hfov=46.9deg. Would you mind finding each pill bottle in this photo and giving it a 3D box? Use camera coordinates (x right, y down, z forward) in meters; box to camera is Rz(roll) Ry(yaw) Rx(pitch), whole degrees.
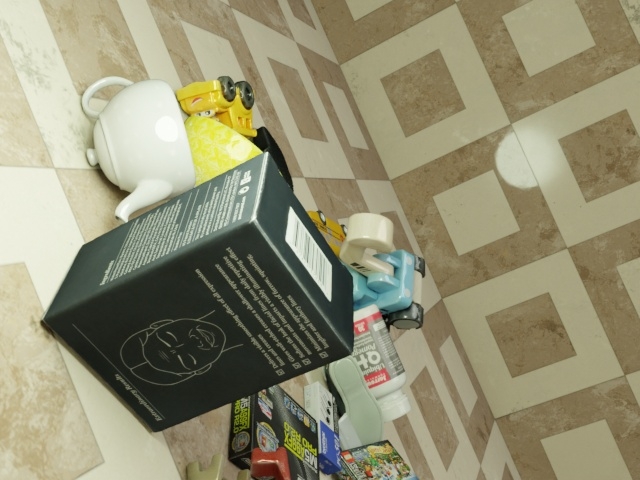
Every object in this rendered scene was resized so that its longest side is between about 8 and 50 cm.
[{"bbox_3d":[0.141,0.358,2.123,0.318,0.176,0.176,67,18,6],"label":"pill bottle"}]

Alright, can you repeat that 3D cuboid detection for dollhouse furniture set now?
[{"bbox_3d":[-0.055,0.515,1.349,0.374,0.201,0.152,49,24,-42],"label":"dollhouse furniture set"}]

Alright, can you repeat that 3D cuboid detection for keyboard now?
[{"bbox_3d":[0.101,0.581,1.941,0.072,0.014,0.256,-39,108,-53],"label":"keyboard"}]

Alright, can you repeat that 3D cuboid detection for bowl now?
[{"bbox_3d":[-0.234,-0.129,1.683,0.156,0.289,0.289,-56,131,-19],"label":"bowl"}]

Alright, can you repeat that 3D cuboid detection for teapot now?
[{"bbox_3d":[-0.362,-0.190,1.443,0.256,0.187,0.252,-137,-146,-67],"label":"teapot"}]

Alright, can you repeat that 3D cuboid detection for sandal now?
[{"bbox_3d":[-0.160,-0.201,2.150,0.167,0.107,0.446,56,8,-23],"label":"sandal"}]

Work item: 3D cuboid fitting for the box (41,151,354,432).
[{"bbox_3d":[-0.183,0.094,1.215,0.293,0.395,0.212,56,20,-29],"label":"box"}]

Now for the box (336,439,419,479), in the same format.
[{"bbox_3d":[0.145,0.595,1.873,0.233,0.044,0.159,7,36,-53],"label":"box"}]

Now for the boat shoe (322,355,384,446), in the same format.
[{"bbox_3d":[0.088,0.430,1.998,0.091,0.114,0.302,21,-52,67],"label":"boat shoe"}]

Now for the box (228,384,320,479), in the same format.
[{"bbox_3d":[-0.092,0.425,1.582,0.270,0.060,0.216,51,23,-36],"label":"box"}]

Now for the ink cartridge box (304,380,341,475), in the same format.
[{"bbox_3d":[0.004,0.461,1.824,0.097,0.046,0.207,50,24,-36],"label":"ink cartridge box"}]

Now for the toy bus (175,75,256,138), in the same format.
[{"bbox_3d":[-0.264,-0.310,1.941,0.220,0.149,0.211,-5,88,-68],"label":"toy bus"}]

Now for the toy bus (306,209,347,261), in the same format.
[{"bbox_3d":[0.000,0.000,2.290,0.333,0.108,0.130,28,42,-62],"label":"toy bus"}]

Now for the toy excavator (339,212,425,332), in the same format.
[{"bbox_3d":[0.147,0.097,2.193,0.445,0.433,0.222,25,58,-34],"label":"toy excavator"}]
